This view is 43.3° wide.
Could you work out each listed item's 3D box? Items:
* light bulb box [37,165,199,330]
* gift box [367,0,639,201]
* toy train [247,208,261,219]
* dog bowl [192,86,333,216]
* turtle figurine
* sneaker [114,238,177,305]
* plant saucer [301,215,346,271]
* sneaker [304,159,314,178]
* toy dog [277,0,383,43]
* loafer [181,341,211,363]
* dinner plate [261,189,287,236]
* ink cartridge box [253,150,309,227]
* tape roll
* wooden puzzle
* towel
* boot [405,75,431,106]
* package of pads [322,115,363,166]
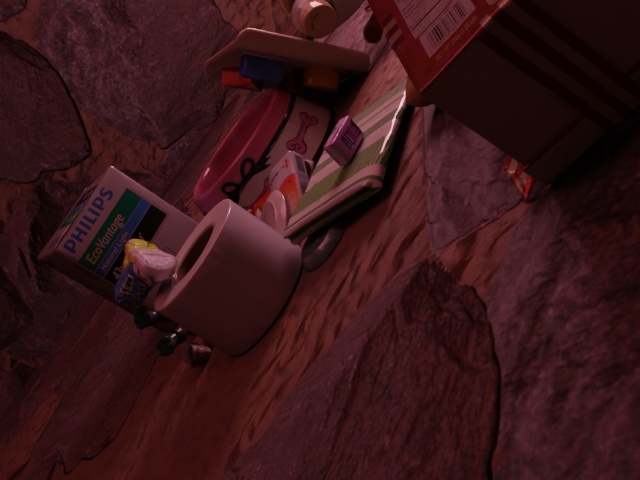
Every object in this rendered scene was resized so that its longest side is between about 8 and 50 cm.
[{"bbox_3d":[-0.432,0.037,1.897,0.225,0.361,0.358,-61,19,-17],"label":"light bulb box"},{"bbox_3d":[0.230,-0.217,0.874,0.255,0.258,0.276,-42,42,29],"label":"gift box"},{"bbox_3d":[-0.159,-0.012,1.696,0.166,0.046,0.125,155,116,-77],"label":"toy train"},{"bbox_3d":[-0.151,-0.192,1.934,0.408,0.150,0.408,-48,19,23],"label":"dog bowl"},{"bbox_3d":[-0.258,0.145,1.652,0.234,0.175,0.118,-29,-38,-46],"label":"turtle figurine"},{"bbox_3d":[-0.332,0.076,1.518,0.240,0.091,0.126,-153,78,-72],"label":"sneaker"},{"bbox_3d":[0.000,0.000,1.422,0.119,0.021,0.119,-48,20,23],"label":"plant saucer"},{"bbox_3d":[-0.057,-0.111,1.730,0.152,0.053,0.061,-52,-6,22],"label":"sneaker"},{"bbox_3d":[0.063,-0.524,1.879,0.161,0.333,0.220,94,174,-46],"label":"toy dog"},{"bbox_3d":[-0.255,0.229,1.647,0.125,0.039,0.045,170,100,-69],"label":"loafer"},{"bbox_3d":[-0.102,-0.033,1.633,0.141,0.017,0.141,-176,90,-66],"label":"dinner plate"},{"bbox_3d":[-0.090,-0.076,1.660,0.179,0.045,0.145,-40,48,32],"label":"ink cartridge box"},{"bbox_3d":[-0.169,0.068,1.489,0.246,0.169,0.246,-48,19,22],"label":"tape roll"},{"bbox_3d":[-0.091,-0.401,1.944,0.348,0.322,0.081,173,103,-69],"label":"wooden puzzle"},{"bbox_3d":[0.061,-0.149,1.473,0.248,0.038,0.325,-33,23,40],"label":"towel"},{"bbox_3d":[0.216,-0.256,1.241,0.236,0.089,0.269,-52,15,-25],"label":"boot"},{"bbox_3d":[0.042,-0.176,1.429,0.032,0.050,0.083,-19,33,44],"label":"package of pads"}]
